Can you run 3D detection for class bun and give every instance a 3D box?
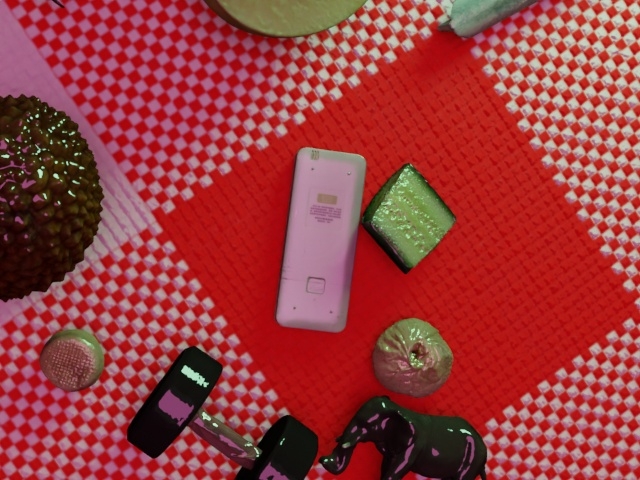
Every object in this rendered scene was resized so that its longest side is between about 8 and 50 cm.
[{"bbox_3d":[-0.328,0.158,1.385,0.086,0.055,0.086,1,98,4],"label":"bun"},{"bbox_3d":[0.129,0.166,1.437,0.115,0.069,0.115,0,92,-7],"label":"bun"}]

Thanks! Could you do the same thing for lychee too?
[{"bbox_3d":[-0.394,-0.052,1.276,0.267,0.267,0.267,0,90,-8],"label":"lychee"}]

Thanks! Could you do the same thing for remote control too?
[{"bbox_3d":[0.000,0.000,1.436,0.103,0.034,0.250,6,90,-8],"label":"remote control"}]

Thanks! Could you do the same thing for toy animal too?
[{"bbox_3d":[0.118,0.295,1.427,0.245,0.114,0.146,13,95,-29],"label":"toy animal"}]

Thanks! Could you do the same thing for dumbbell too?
[{"bbox_3d":[-0.128,0.257,1.364,0.218,0.152,0.152,37,86,-6],"label":"dumbbell"}]

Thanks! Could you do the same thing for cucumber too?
[{"bbox_3d":[0.114,-0.025,1.435,0.115,0.062,0.116,47,66,-5],"label":"cucumber"}]

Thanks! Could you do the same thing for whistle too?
[{"bbox_3d":[0.306,-0.370,1.461,0.312,0.062,0.062,-29,94,-6],"label":"whistle"}]

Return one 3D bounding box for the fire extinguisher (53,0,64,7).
[{"bbox_3d":[-0.305,-0.475,1.356,0.141,0.105,0.341,25,84,-6],"label":"fire extinguisher"}]

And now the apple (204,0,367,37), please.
[{"bbox_3d":[-0.044,-0.423,1.321,0.258,0.233,0.295,-7,132,-26],"label":"apple"}]
